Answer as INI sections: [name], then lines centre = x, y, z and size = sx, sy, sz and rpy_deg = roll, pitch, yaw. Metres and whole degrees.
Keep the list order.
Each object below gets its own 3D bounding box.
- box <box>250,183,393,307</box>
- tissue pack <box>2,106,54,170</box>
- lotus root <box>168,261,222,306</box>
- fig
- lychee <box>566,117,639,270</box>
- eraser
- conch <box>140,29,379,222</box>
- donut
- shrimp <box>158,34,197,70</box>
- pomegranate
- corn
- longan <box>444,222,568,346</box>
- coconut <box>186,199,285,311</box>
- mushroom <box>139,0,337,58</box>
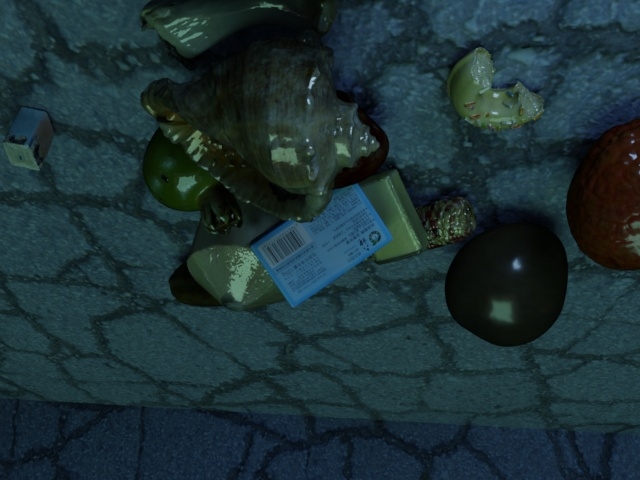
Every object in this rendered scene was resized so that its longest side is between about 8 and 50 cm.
[box]
centre = 0.000, 0.000, 1.166
size = 0.143, 0.232, 0.083
rpy_deg = 56, 176, -9
[tissue pack]
centre = -0.538, -0.189, 1.148
size = 0.058, 0.095, 0.074
rpy_deg = 9, 146, -3
[lotus root]
centre = -0.269, 0.104, 1.563
size = 0.240, 0.124, 0.123
rpy_deg = -6, 158, 20
[fig]
centre = -0.010, -0.138, 1.084
size = 0.170, 0.146, 0.274
rpy_deg = 28, 128, -31
[lychee]
centre = 0.546, -0.060, 1.046
size = 0.255, 0.255, 0.300
rpy_deg = -20, 109, 36
[eraser]
centre = 0.130, -0.045, 1.235
size = 0.117, 0.058, 0.172
rpy_deg = -18, 106, 34
[conch]
centre = -0.071, -0.169, 0.897
size = 0.352, 0.210, 0.297
rpy_deg = 31, 152, 27
[donut]
centre = 0.265, -0.225, 0.987
size = 0.166, 0.065, 0.108
rpy_deg = 25, 145, -29
[shrimp]
centre = -0.228, -0.304, 0.976
size = 0.038, 0.029, 0.092
rpy_deg = 2, 144, 22
[pomegranate]
centre = -0.200, -0.117, 1.079
size = 0.202, 0.248, 0.202
rpy_deg = -23, 155, -11
[corn]
centre = 0.191, -0.018, 1.317
size = 0.289, 0.098, 0.098
rpy_deg = -16, 143, 38
[longan]
centre = 0.409, 0.095, 1.338
size = 0.300, 0.243, 0.300
rpy_deg = -29, 155, -15
[coconut]
centre = -0.159, 0.033, 1.310
size = 0.239, 0.244, 0.239
rpy_deg = 3, 149, 2
[mushroom]
centre = -0.115, -0.318, 0.866
size = 0.277, 0.096, 0.099
rpy_deg = -7, 175, 0
